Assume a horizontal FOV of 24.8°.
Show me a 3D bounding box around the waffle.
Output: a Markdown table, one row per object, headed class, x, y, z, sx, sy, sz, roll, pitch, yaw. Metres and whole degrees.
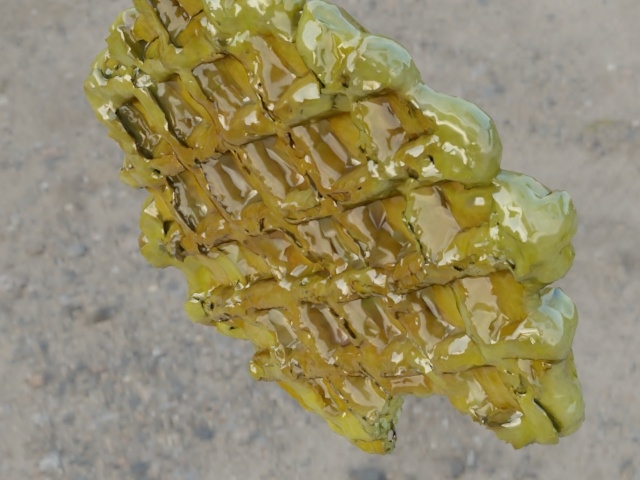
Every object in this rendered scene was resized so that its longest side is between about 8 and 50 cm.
| class | x | y | z | sx | sy | sz | roll | pitch | yaw |
| --- | --- | --- | --- | --- | --- | --- | --- | --- | --- |
| waffle | 0.001 | -0.001 | 0.636 | 0.291 | 0.291 | 0.051 | 27 | 55 | 33 |
